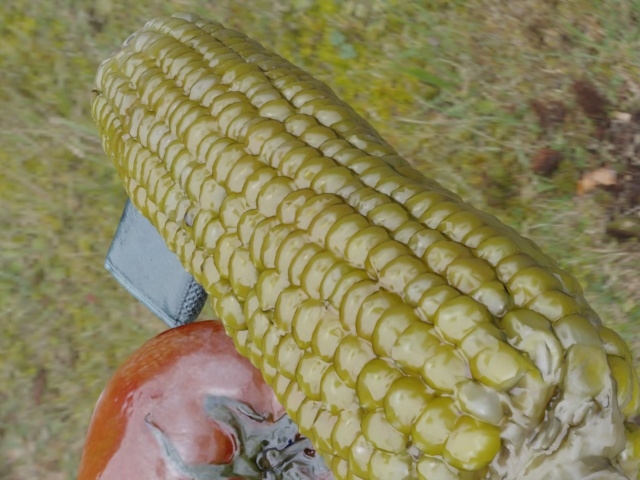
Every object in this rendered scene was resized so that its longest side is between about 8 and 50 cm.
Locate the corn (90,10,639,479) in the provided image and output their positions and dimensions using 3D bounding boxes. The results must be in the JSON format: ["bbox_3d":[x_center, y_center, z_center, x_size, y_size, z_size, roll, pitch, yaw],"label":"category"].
[{"bbox_3d":[0.000,0.000,0.569,0.097,0.097,0.320,-60,38,13],"label":"corn"}]

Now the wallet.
[{"bbox_3d":[-0.103,-0.006,1.158,0.088,0.026,0.129,41,128,22],"label":"wallet"}]

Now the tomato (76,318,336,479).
[{"bbox_3d":[-0.040,0.142,1.034,0.236,0.095,0.237,4,59,-6],"label":"tomato"}]
